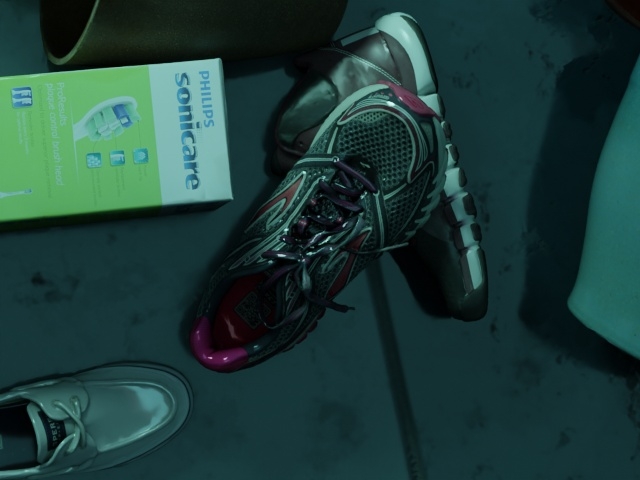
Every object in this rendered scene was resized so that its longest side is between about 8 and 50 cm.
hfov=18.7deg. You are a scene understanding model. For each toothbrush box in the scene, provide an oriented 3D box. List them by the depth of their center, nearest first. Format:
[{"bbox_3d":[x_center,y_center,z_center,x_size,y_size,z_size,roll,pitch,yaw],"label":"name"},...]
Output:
[{"bbox_3d":[-0.222,-0.072,1.621,0.283,0.206,0.122,-5,89,-6],"label":"toothbrush box"}]

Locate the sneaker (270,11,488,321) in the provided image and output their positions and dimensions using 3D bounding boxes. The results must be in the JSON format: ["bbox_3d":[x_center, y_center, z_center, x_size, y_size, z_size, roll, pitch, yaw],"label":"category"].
[{"bbox_3d":[0.044,-0.049,1.716,0.162,0.106,0.281,-16,83,1],"label":"sneaker"}]

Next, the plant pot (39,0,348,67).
[{"bbox_3d":[-0.098,-0.236,1.656,0.230,0.215,0.215,9,88,-24],"label":"plant pot"}]

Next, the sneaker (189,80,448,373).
[{"bbox_3d":[0.000,0.000,1.633,0.121,0.112,0.299,38,112,7],"label":"sneaker"}]

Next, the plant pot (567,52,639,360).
[{"bbox_3d":[0.346,-0.012,1.670,0.271,0.271,0.255,25,100,-6],"label":"plant pot"}]

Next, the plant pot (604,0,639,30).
[{"bbox_3d":[0.404,-0.313,1.686,0.272,0.272,0.265,18,79,-6],"label":"plant pot"}]

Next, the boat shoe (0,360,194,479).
[{"bbox_3d":[-0.233,0.167,1.676,0.258,0.084,0.095,-16,91,-7],"label":"boat shoe"}]
